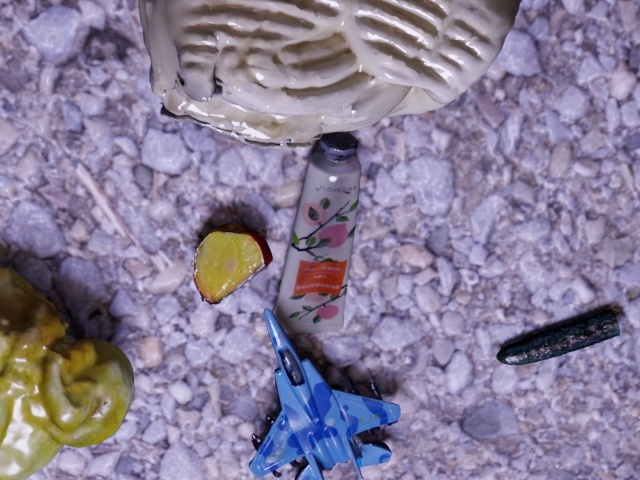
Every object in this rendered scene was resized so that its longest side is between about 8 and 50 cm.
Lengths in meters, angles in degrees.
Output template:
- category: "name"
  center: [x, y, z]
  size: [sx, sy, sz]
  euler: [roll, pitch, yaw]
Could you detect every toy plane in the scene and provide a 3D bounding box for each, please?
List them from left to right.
- category: "toy plane"
  center: [-0.016, 0.160, 1.831]
  size: [0.169, 0.078, 0.246]
  euler: [-23, 116, 1]

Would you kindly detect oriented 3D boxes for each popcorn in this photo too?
- category: "popcorn"
  center: [-0.337, 0.133, 1.695]
  size: [0.286, 0.174, 0.225]
  euler: [-26, 113, 2]

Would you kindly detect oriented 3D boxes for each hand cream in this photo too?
- category: "hand cream"
  center: [0.000, 0.000, 1.768]
  size: [0.080, 0.050, 0.234]
  euler: [-1, 125, -16]

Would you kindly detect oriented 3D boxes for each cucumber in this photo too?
- category: "cucumber"
  center: [0.248, 0.107, 1.882]
  size: [0.133, 0.032, 0.032]
  euler: [-18, 120, -3]

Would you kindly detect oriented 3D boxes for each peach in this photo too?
- category: "peach"
  center: [-0.084, 0.023, 1.754]
  size: [0.077, 0.050, 0.083]
  euler: [9, 108, 9]

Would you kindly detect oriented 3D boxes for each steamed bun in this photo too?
- category: "steamed bun"
  center: [-0.013, -0.245, 1.525]
  size: [0.394, 0.237, 0.346]
  euler: [-39, 98, -16]
